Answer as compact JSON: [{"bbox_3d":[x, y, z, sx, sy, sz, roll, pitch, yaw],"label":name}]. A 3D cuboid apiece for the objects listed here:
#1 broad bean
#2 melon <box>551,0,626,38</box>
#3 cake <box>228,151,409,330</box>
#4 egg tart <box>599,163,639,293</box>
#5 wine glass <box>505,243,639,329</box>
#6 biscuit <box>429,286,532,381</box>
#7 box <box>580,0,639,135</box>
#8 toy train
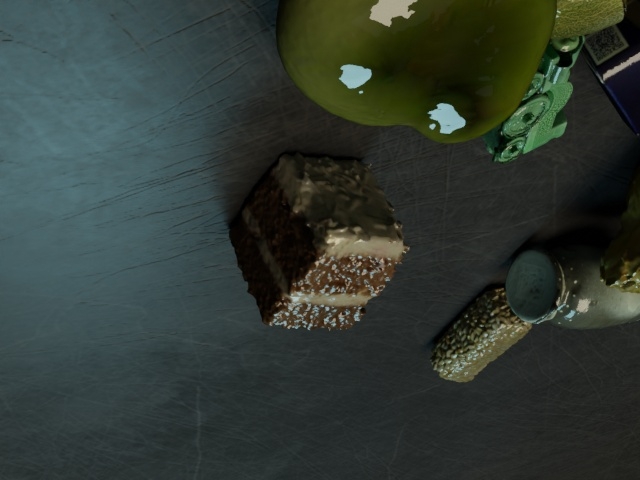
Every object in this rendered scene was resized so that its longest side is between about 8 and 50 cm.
[{"bbox_3d":[0.085,-0.182,1.171,0.238,0.119,0.291,-23,148,15],"label":"broad bean"},{"bbox_3d":[0.215,-0.222,1.262,0.128,0.079,0.160,-25,153,9],"label":"melon"},{"bbox_3d":[0.000,0.000,1.419,0.134,0.135,0.147,6,134,-42],"label":"cake"},{"bbox_3d":[0.511,-0.064,1.679,0.339,0.153,0.351,-6,146,-32],"label":"egg tart"},{"bbox_3d":[0.341,0.060,1.799,0.204,0.111,0.111,1,142,-37],"label":"wine glass"},{"bbox_3d":[0.219,0.129,1.870,0.082,0.070,0.168,8,140,-32],"label":"biscuit"},{"bbox_3d":[0.399,-0.223,1.411,0.259,0.071,0.168,-34,151,14],"label":"box"},{"bbox_3d":[0.209,-0.150,1.391,0.105,0.071,0.178,-25,154,-17],"label":"toy train"}]
